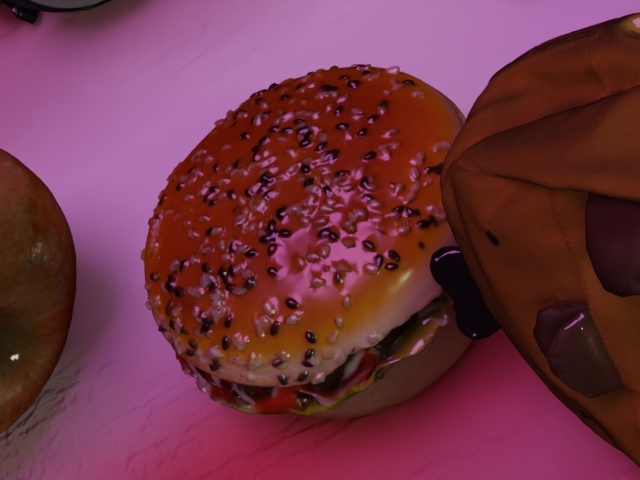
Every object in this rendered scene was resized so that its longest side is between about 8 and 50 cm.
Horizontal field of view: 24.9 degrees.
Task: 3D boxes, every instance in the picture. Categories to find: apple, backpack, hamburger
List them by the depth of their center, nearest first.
[{"bbox_3d":[0.234,0.028,0.889,0.201,0.354,0.378,-36,19,-26],"label":"backpack"},{"bbox_3d":[0.000,0.000,1.133,0.300,0.176,0.300,-15,57,25],"label":"hamburger"},{"bbox_3d":[-0.366,0.043,1.253,0.301,0.301,0.302,-14,59,25],"label":"apple"}]

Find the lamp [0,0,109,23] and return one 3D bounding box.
[{"bbox_3d":[-0.266,-0.375,1.470,0.272,0.205,0.374,43,108,44],"label":"lamp"}]
